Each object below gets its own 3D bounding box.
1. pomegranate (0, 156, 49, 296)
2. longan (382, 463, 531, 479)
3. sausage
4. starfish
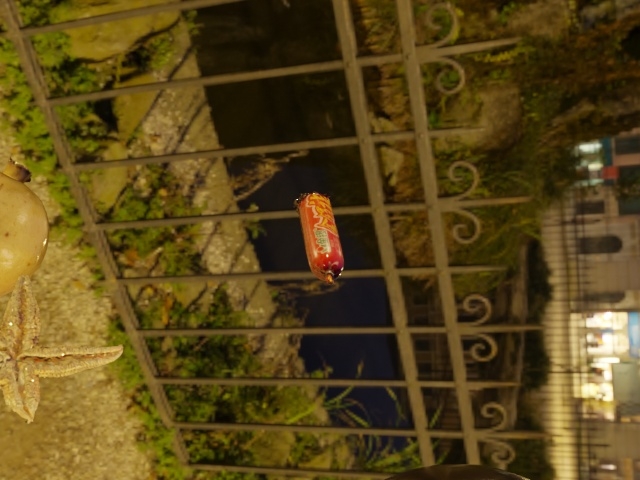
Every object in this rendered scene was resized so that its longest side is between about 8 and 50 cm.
[{"bbox_3d":[-0.691,-0.030,1.498,0.319,0.319,0.320,-3,90,-69],"label":"pomegranate"},{"bbox_3d":[0.125,0.372,0.636,0.361,0.360,0.361,-3,90,-69],"label":"longan"},{"bbox_3d":[0.000,0.000,0.887,0.050,0.048,0.145,48,19,-35],"label":"sausage"},{"bbox_3d":[-0.436,0.149,1.088,0.295,0.048,0.231,-13,60,-36],"label":"starfish"}]
